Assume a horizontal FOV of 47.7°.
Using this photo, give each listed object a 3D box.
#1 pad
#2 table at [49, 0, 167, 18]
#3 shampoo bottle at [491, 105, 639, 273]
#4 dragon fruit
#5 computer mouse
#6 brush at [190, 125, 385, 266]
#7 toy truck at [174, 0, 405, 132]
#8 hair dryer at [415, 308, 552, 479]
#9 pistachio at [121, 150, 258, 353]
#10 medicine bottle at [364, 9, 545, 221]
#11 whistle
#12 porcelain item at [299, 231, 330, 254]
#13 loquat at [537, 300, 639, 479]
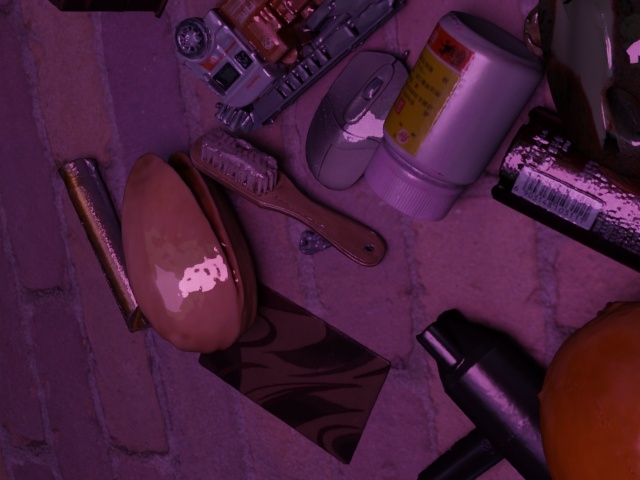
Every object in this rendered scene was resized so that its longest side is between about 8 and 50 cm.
[{"bbox_3d":[-0.057,0.203,1.192,0.330,0.004,0.220,29,117,22],"label":"pad"},{"bbox_3d":[-0.319,-0.441,1.052,0.172,0.193,0.169,43,121,14],"label":"table"},{"bbox_3d":[0.364,-0.032,0.821,0.322,0.084,0.129,29,106,20],"label":"shampoo bottle"},{"bbox_3d":[0.301,-0.173,0.687,0.130,0.268,0.296,-13,111,-5],"label":"dragon fruit"},{"bbox_3d":[0.048,-0.160,0.984,0.113,0.068,0.229,41,121,14],"label":"computer mouse"},{"bbox_3d":[-0.047,-0.068,1.038,0.327,0.070,0.065,33,155,8],"label":"brush"},{"bbox_3d":[-0.052,-0.286,0.975,0.338,0.133,0.184,-39,94,31],"label":"toy truck"},{"bbox_3d":[0.190,0.253,1.007,0.244,0.116,0.302,47,129,15],"label":"hair dryer"},{"bbox_3d":[-0.203,0.016,1.108,0.213,0.193,0.318,-16,92,48],"label":"pistachio"},{"bbox_3d":[0.156,-0.147,0.879,0.139,0.139,0.226,38,120,17],"label":"medicine bottle"},{"bbox_3d":[-0.378,0.010,1.302,0.067,0.057,0.327,-21,93,34],"label":"whistle"},{"bbox_3d":[0.000,0.000,1.086,0.083,0.028,0.036,-14,80,35],"label":"porcelain item"},{"bbox_3d":[0.386,0.202,0.730,0.328,0.328,0.329,9,109,29],"label":"loquat"}]
